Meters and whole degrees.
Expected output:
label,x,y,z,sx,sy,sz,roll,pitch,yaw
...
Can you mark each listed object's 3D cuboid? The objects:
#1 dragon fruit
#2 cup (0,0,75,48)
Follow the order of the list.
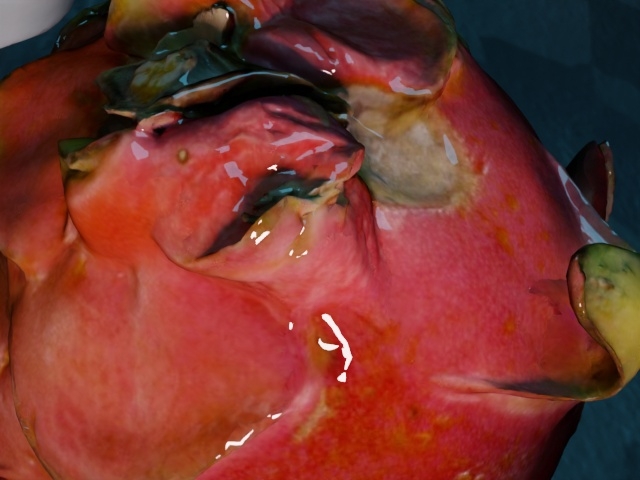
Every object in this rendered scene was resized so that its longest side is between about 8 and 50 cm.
label,x,y,z,sx,sy,sz,roll,pitch,yaw
dragon fruit,0.000,0.000,0.750,0.305,0.225,0.305,13,47,-15
cup,-0.286,-0.175,0.747,0.311,0.257,0.331,-31,92,-38
